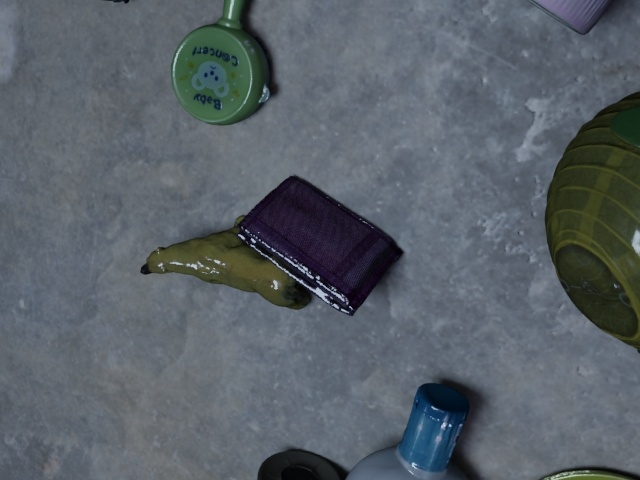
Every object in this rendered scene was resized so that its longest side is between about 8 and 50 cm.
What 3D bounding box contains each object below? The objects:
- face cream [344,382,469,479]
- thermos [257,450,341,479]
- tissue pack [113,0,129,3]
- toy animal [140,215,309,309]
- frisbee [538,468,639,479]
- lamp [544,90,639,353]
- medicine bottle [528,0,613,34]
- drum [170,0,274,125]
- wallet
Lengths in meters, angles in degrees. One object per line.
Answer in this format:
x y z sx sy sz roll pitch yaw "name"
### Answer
0.096 0.326 0.851 0.163 0.080 0.336 11 109 -8 "face cream"
-0.023 0.382 0.925 0.137 0.105 0.193 5 110 -12 "thermos"
-0.393 -0.436 0.864 0.361 0.122 0.259 12 105 21 "tissue pack"
-0.098 0.031 0.863 0.219 0.101 0.103 16 109 18 "toy animal"
0.322 0.366 0.820 0.236 0.017 0.236 5 104 20 "frisbee"
0.336 -0.027 0.617 0.284 0.250 0.250 -32 89 -14 "lamp"
0.249 -0.330 0.605 0.165 0.165 0.273 39 114 9 "medicine bottle"
-0.118 -0.260 0.830 0.130 0.049 0.253 5 104 21 "drum"
0.000 -0.001 0.817 0.166 0.111 0.030 35 149 9 "wallet"
